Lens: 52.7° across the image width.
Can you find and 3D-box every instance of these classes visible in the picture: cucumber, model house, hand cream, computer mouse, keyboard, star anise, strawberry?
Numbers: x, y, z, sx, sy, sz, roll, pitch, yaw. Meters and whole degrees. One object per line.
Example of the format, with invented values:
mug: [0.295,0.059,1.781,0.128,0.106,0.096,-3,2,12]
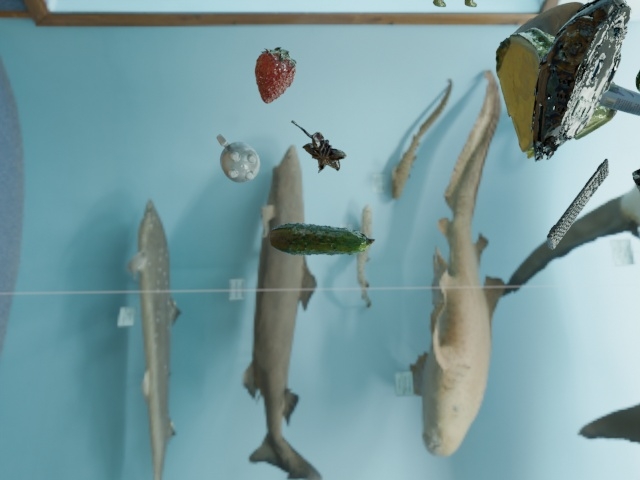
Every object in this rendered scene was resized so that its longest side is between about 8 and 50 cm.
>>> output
cucumber: [0.000,0.000,1.245,0.069,0.227,0.069,-12,104,-61]
model house: [0.655,-0.421,1.729,0.261,0.266,0.321,129,-53,-78]
hand cream: [0.729,-0.301,1.463,0.055,0.256,0.088,-66,167,1]
computer mouse: [0.335,-0.220,0.868,0.146,0.077,0.242,-7,122,-50]
keyboard: [0.522,-0.073,1.306,0.204,0.013,0.061,-51,146,-6]
star anise: [-0.012,-0.269,1.818,0.097,0.190,0.070,-33,-159,53]
strawberry: [-0.137,-0.472,1.828,0.148,0.131,0.131,-42,-149,29]

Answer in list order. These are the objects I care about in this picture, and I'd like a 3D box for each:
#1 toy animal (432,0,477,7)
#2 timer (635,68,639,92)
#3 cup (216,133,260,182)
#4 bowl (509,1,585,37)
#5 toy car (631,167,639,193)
toy animal: [0.398,-0.715,1.807,0.103,0.218,0.101,-125,-146,-49]
timer: [0.846,-0.407,1.569,0.140,0.128,0.047,96,10,-50]
cup: [-0.275,-0.282,2.201,0.142,0.134,0.174,-128,-150,-71]
bowl: [0.823,-0.675,2.311,0.157,0.345,0.345,43,23,-27]
toy car: [1.046,-0.124,1.980,0.124,0.101,0.257,48,31,-33]
